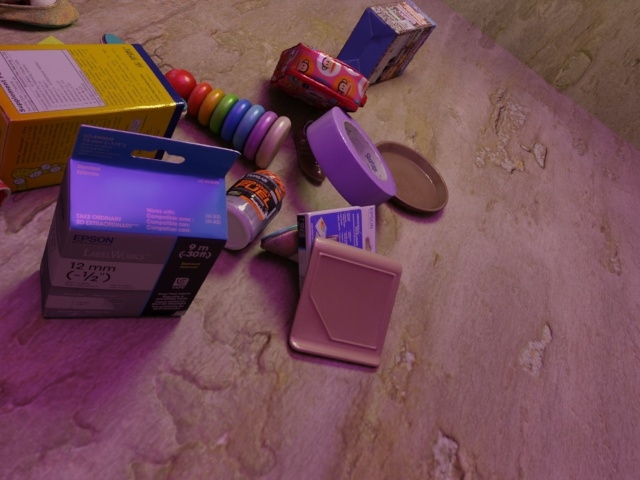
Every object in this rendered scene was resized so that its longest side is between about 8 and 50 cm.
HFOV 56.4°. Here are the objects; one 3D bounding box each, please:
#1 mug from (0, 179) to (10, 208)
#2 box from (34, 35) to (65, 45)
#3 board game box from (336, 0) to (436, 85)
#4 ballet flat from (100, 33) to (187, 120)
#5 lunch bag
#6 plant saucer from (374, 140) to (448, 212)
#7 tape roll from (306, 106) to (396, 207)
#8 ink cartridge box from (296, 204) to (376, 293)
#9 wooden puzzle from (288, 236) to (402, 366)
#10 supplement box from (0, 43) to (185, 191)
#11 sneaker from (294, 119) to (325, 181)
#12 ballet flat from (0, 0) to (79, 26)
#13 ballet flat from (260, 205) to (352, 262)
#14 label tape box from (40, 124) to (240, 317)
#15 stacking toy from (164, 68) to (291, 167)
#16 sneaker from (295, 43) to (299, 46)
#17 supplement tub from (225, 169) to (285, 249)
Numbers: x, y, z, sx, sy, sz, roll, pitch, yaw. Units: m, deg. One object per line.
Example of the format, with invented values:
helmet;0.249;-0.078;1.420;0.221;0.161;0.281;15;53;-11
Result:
mug;-0.641;-0.098;1.020;0.169;0.150;0.113;41;4;-3
box;-0.568;-0.384;1.359;0.178;0.042;0.109;31;41;-8
board game box;0.225;-0.678;2.054;0.141;0.232;0.291;46;40;10
ballet flat;-0.423;-0.361;1.382;0.248;0.086;0.086;44;38;-20
lunch bag;0.009;-0.435;1.662;0.258;0.120;0.293;23;3;-19
plant saucer;0.256;-0.184;1.768;0.278;0.041;0.277;20;43;-21
tape roll;0.083;-0.208;1.547;0.275;0.090;0.274;46;24;-27
ink cartridge box;0.040;0.031;1.321;0.208;0.045;0.206;-9;101;-40
wooden puzzle;0.054;0.131;1.263;0.221;0.044;0.238;17;81;-25
supplement box;-0.488;-0.250;1.177;0.357;0.195;0.194;-20;66;-45
sneaker;-0.023;-0.243;1.598;0.066;0.071;0.188;2;51;-34
ballet flat;-0.715;-0.562;1.364;0.349;0.123;0.123;-13;61;-42
ballet flat;0.000;0.000;1.373;0.316;0.108;0.106;-21;85;-44
label tape box;-0.296;-0.009;0.975;0.249;0.347;0.115;5;51;-32
stacking toy;-0.245;-0.316;1.471;0.330;0.141;0.141;30;41;-2
sneaker;0.009;-0.553;1.911;0.217;0.079;0.121;41;37;-10
supplement tub;-0.159;-0.073;1.310;0.117;0.117;0.190;37;41;-2
